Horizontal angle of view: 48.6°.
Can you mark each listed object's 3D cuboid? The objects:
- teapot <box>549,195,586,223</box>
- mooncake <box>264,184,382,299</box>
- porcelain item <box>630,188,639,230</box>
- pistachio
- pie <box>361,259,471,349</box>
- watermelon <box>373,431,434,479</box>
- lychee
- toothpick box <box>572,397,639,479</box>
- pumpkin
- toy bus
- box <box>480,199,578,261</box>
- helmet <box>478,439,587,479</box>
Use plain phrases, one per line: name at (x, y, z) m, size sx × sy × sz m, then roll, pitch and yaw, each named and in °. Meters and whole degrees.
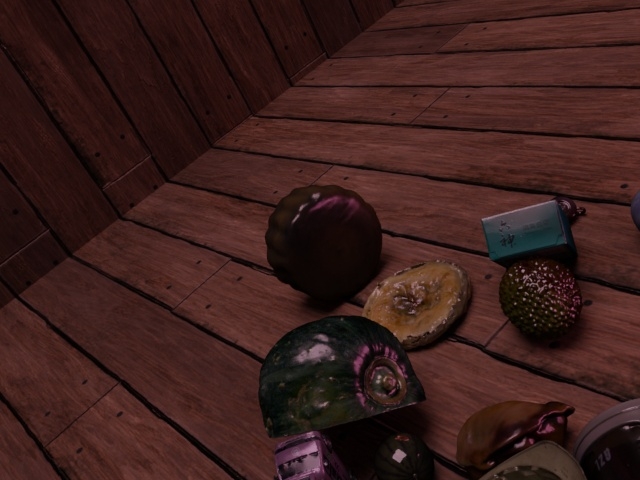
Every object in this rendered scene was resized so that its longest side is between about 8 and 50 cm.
teapot at (0.564, -0.066, 1.648) m, size 0.100 × 0.045 × 0.067 m, roll 0°, pitch 60°, yaw 12°
mooncake at (0.000, 0.000, 1.771) m, size 0.290 × 0.290 × 0.161 m, roll -40°, pitch 26°, yaw -20°
porcelain item at (0.701, -0.031, 1.400) m, size 0.141 × 0.141 × 0.259 m, roll -16°, pitch 41°, yaw 21°
pistachio at (0.324, 0.326, 1.166) m, size 0.210 × 0.130 × 0.165 m, roll -28°, pitch -11°, yaw 1°
pie at (0.217, 0.141, 1.601) m, size 0.274 × 0.055 × 0.274 m, roll -21°, pitch 30°, yaw 13°
watermelon at (0.147, 0.389, 1.215) m, size 0.105 × 0.105 × 0.133 m, roll -32°, pitch 10°, yaw -6°
lychee at (0.429, 0.117, 1.373) m, size 0.171 × 0.171 × 0.171 m, roll -21°, pitch 30°, yaw 13°
toothpick box at (0.469, 0.379, 0.887) m, size 0.229 × 0.229 × 0.316 m, roll -20°, pitch 32°, yaw 15°
pumpkin at (0.024, 0.246, 1.333) m, size 0.293 × 0.196 × 0.263 m, roll -4°, pitch -18°, yaw -33°
toy bus at (0.000, 0.421, 1.203) m, size 0.096 × 0.199 × 0.108 m, roll -23°, pitch 33°, yaw 11°
box at (0.436, -0.004, 1.467) m, size 0.153 × 0.092 × 0.245 m, roll -15°, pitch -13°, yaw 21°
helmet at (0.306, 0.422, 0.994) m, size 0.257 × 0.137 × 0.204 m, roll -45°, pitch 26°, yaw 20°
